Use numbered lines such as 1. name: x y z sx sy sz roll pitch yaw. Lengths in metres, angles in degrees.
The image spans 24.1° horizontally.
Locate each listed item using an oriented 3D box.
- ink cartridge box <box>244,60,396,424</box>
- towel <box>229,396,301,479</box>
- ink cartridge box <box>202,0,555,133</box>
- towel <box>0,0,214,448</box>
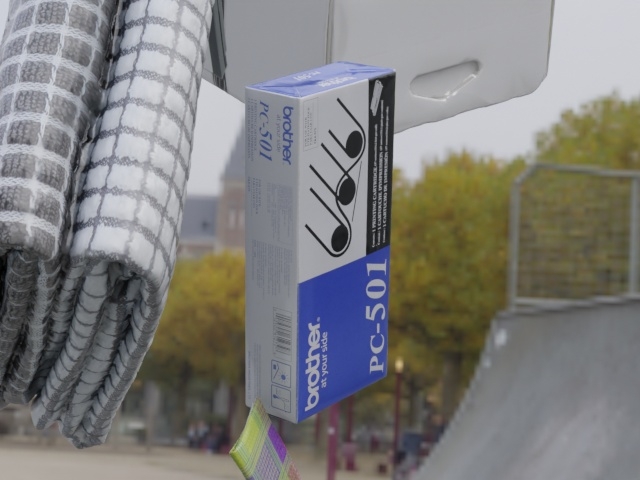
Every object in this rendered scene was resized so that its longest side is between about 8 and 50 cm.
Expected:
1. ink cartridge box: 0.000 0.000 0.931 0.046 0.207 0.097 15 24 35
2. towel: -0.030 0.144 0.913 0.009 0.083 0.060 -15 26 20
3. ink cartridge box: -0.001 -0.260 1.484 0.285 0.166 0.395 -20 36 -33
4. towel: -0.149 -0.037 0.867 0.121 0.235 0.284 12 -28 -12
